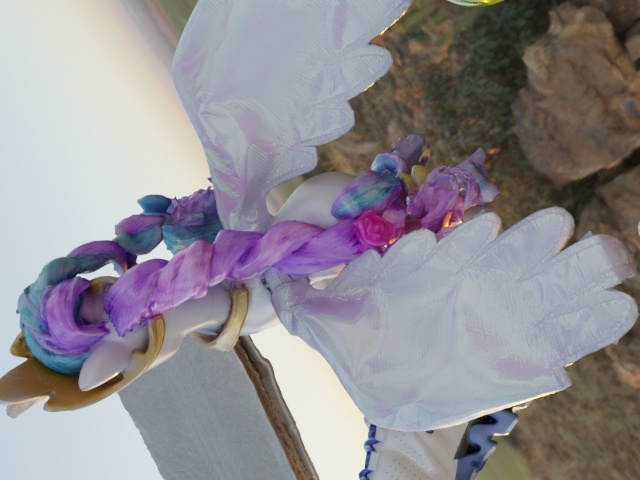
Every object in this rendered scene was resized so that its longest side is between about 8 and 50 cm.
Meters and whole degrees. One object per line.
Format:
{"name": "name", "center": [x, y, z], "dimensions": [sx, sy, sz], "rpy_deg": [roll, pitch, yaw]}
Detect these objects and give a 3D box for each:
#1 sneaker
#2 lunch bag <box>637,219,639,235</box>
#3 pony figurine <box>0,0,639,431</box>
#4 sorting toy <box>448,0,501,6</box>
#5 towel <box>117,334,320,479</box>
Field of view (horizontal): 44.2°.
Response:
{"name": "sneaker", "center": [0.081, 0.190, 0.803], "dimensions": [0.182, 0.316, 0.127], "rpy_deg": [33, 166, 12]}
{"name": "lunch bag", "center": [0.529, 0.014, 0.910], "dimensions": [0.293, 0.120, 0.258], "rpy_deg": [13, -154, -9]}
{"name": "pony figurine", "center": [0.000, 0.000, 0.540], "dimensions": [0.303, 0.351, 0.363], "rpy_deg": [59, -154, 11]}
{"name": "sorting toy", "center": [0.135, -0.241, 0.635], "dimensions": [0.126, 0.365, 0.127], "rpy_deg": [-118, 36, -54]}
{"name": "towel", "center": [-0.125, 0.193, 0.867], "dimensions": [0.282, 0.187, 0.049], "rpy_deg": [68, -151, -19]}
